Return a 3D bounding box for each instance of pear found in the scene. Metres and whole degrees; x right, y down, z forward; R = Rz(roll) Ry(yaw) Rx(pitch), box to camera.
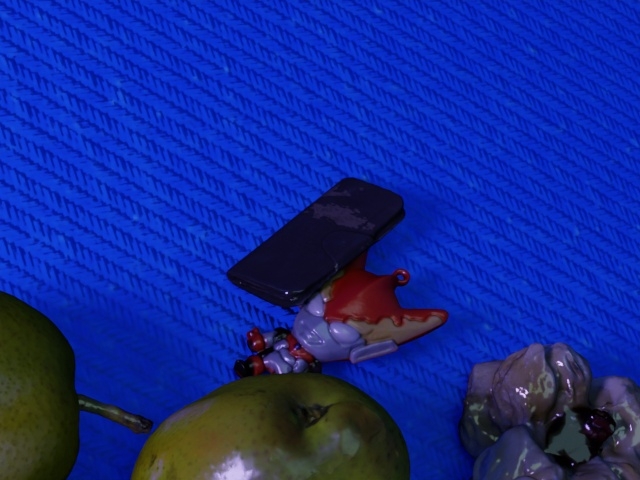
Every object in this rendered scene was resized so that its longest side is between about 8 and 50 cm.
[{"bbox_3d":[-0.035,0.174,0.952,0.188,0.219,0.187,16,53,-22],"label":"pear"},{"bbox_3d":[-0.223,0.110,0.931,0.216,0.166,0.180,-6,51,-8],"label":"pear"}]

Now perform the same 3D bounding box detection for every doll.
[{"bbox_3d":[0.009,0.072,1.125,0.169,0.057,0.109,-37,66,-20],"label":"doll"}]

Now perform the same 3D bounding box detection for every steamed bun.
[{"bbox_3d":[0.209,0.180,1.124,0.192,0.106,0.177,20,61,-15],"label":"steamed bun"}]

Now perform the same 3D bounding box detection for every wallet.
[{"bbox_3d":[0.000,0.000,1.154,0.082,0.018,0.157,22,48,39],"label":"wallet"}]
